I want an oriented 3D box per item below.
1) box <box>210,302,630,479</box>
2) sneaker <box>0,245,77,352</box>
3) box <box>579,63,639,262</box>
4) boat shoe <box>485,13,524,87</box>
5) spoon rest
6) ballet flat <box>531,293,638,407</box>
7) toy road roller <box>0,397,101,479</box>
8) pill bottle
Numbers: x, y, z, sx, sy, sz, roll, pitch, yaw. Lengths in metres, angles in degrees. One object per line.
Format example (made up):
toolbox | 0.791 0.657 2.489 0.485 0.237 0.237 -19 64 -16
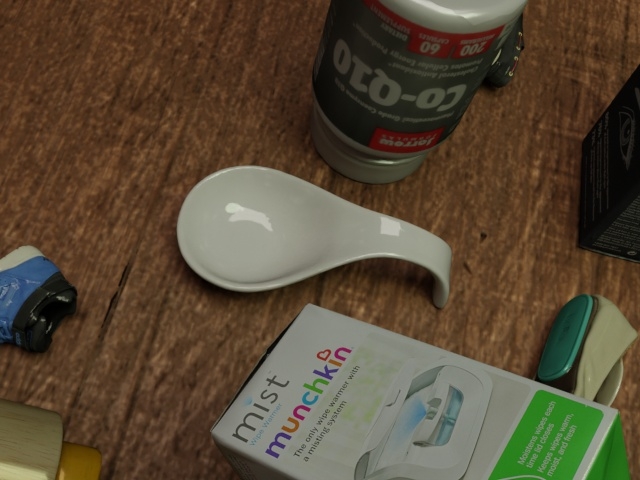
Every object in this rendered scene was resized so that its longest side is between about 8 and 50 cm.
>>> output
box | 0.084 0.196 0.588 0.231 0.262 0.126 16 56 38
sneaker | -0.284 0.075 0.739 0.085 0.058 0.152 38 56 19
box | 0.357 -0.090 0.860 0.108 0.207 0.153 14 61 -3
boat shoe | 0.217 -0.234 1.004 0.042 0.049 0.133 39 51 -21
spoon rest | 0.000 0.000 0.818 0.277 0.084 0.137 11 61 -6
ballet flat | 0.228 0.156 0.788 0.086 0.086 0.248 35 61 8
toy road roller | -0.250 0.237 0.536 0.203 0.240 0.329 20 56 -25
pill bottle | 0.079 -0.180 0.811 0.161 0.283 0.161 4 63 -9
